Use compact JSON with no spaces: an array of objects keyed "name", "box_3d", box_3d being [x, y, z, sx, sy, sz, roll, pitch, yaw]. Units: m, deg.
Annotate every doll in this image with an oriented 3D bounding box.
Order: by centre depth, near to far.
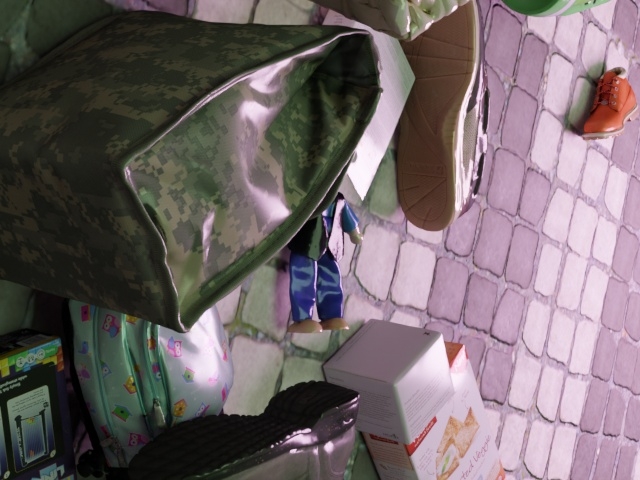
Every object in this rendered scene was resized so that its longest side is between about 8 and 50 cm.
[{"name":"doll","box_3d":[0.000,0.000,1.220,0.129,0.046,0.188,-1,90,-42]}]

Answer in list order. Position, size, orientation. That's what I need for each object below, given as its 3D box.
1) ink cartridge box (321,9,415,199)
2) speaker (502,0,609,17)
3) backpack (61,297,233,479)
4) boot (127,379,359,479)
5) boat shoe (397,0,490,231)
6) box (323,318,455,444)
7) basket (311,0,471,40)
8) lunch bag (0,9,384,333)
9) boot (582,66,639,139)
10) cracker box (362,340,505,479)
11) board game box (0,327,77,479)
[{"name":"ink cartridge box","box_3d":[0.034,-0.154,1.221,0.179,0.045,0.145,-64,143,-28]},{"name":"speaker","box_3d":[0.343,-0.371,1.532,0.297,0.131,0.131,-26,115,-47]},{"name":"backpack","box_3d":[-0.141,0.101,0.978,0.152,0.115,0.182,-56,139,-63]},{"name":"boot","box_3d":[-0.049,0.220,0.956,0.247,0.083,0.161,-12,108,-48]},{"name":"boat shoe","box_3d":[0.146,-0.155,1.343,0.092,0.103,0.285,-22,116,-54]},{"name":"box","box_3d":[0.077,0.154,1.298,0.101,0.102,0.087,-41,128,-39]},{"name":"basket","box_3d":[0.033,-0.384,0.918,0.266,0.331,0.328,-35,135,-21]},{"name":"lunch bag","box_3d":[-0.112,-0.081,0.910,0.287,0.235,0.168,-43,130,-37]},{"name":"boot","box_3d":[0.418,-0.199,1.714,0.158,0.059,0.084,-43,125,-50]},{"name":"cracker box","box_3d":[0.141,0.256,1.424,0.155,0.067,0.232,-48,130,-37]},{"name":"board game box","box_3d":[-0.272,0.160,0.902,0.170,0.048,0.141,-19,113,-49]}]
